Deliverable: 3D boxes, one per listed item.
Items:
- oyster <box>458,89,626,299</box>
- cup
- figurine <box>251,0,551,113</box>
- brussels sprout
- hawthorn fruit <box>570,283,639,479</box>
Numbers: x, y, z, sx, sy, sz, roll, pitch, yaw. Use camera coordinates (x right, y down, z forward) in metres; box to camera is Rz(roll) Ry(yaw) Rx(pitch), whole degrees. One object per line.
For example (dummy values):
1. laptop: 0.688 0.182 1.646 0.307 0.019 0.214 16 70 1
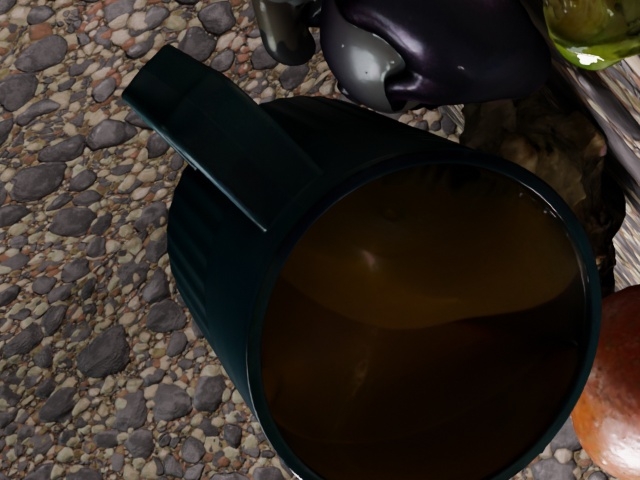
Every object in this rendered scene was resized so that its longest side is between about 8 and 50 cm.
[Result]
1. oyster: 0.188 -0.059 1.075 0.221 0.096 0.361 59 -171 27
2. cup: -0.003 0.018 0.922 0.308 0.242 0.292 13 -169 -21
3. figurine: 0.049 -0.159 0.843 0.222 0.145 0.145 30 174 31
4. brussels sprout: 0.103 -0.109 0.514 0.083 0.046 0.051 60 -170 -3
5. hawthorn fruit: 0.278 0.113 1.022 0.173 0.173 0.173 50 -174 -7
